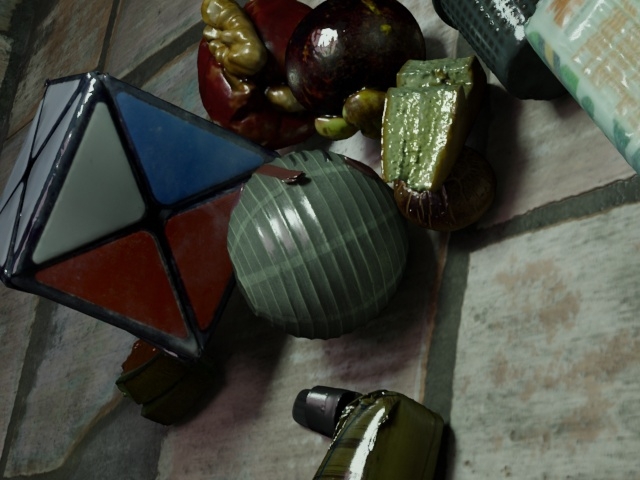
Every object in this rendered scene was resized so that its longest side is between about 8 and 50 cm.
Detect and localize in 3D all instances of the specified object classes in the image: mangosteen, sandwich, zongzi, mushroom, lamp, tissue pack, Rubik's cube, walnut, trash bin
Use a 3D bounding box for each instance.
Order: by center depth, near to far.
[{"bbox_3d":[0.327,-0.102,0.907,0.128,0.228,0.311,-54,34,23],"label":"tissue pack"},{"bbox_3d":[0.228,-0.247,1.229,0.175,0.175,0.161,-46,47,32],"label":"trash bin"},{"bbox_3d":[0.009,0.306,1.254,0.289,0.123,0.260,-23,48,55],"label":"zongzi"},{"bbox_3d":[0.129,-0.155,1.275,0.090,0.088,0.244,6,37,18],"label":"sandwich"},{"bbox_3d":[0.143,-0.066,1.298,0.126,0.085,0.109,8,32,24],"label":"mushroom"},{"bbox_3d":[0.000,0.000,1.363,0.265,0.233,0.233,-176,107,-77],"label":"lamp"},{"bbox_3d":[0.056,-0.213,1.464,0.192,0.192,0.217,-37,66,40],"label":"mangosteen"},{"bbox_3d":[-0.269,-0.037,1.548,0.310,0.305,0.307,16,83,65],"label":"Rubik's cube"},{"bbox_3d":[-0.093,-0.268,1.644,0.222,0.244,0.269,-47,33,10],"label":"walnut"},{"bbox_3d":[-0.223,0.183,1.711,0.184,0.109,0.160,-35,26,42],"label":"sandwich"}]

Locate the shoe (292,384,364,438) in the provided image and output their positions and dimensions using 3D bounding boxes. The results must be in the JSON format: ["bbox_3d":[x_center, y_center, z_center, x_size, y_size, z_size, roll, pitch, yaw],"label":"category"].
[{"bbox_3d":[-0.003,0.210,1.394,0.159,0.053,0.062,-4,64,59],"label":"shoe"}]
